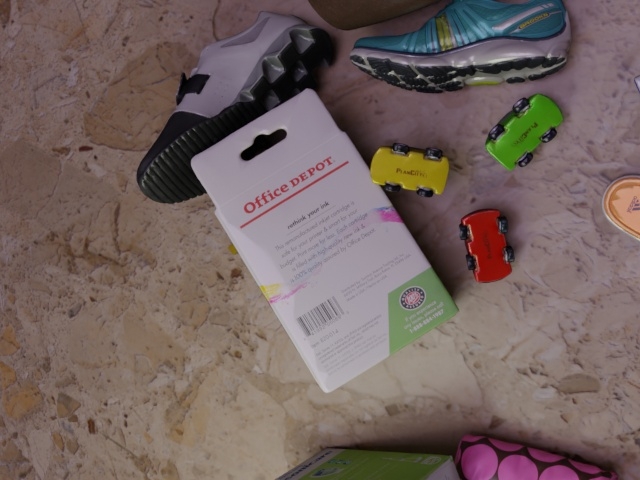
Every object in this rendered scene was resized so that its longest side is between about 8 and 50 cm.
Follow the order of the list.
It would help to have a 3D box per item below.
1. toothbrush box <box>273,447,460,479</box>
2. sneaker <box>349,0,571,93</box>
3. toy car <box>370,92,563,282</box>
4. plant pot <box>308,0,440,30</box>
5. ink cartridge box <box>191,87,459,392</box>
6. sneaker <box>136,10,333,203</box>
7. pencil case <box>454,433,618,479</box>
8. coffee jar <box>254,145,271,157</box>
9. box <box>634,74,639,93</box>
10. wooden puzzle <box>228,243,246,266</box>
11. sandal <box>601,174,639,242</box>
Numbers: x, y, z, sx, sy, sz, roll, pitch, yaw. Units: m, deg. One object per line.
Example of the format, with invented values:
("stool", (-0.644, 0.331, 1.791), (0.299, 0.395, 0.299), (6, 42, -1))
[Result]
("toothbrush box", (0.081, 0.413, 1.010), (0.283, 0.122, 0.206), (-17, 93, 53))
("sneaker", (0.173, -0.252, 0.919), (0.275, 0.107, 0.110), (-1, 82, 21))
("toy car", (0.211, -0.093, 0.926), (0.239, 0.053, 0.225), (42, 104, -10))
("plant pot", (0.089, -0.363, 0.882), (0.230, 0.215, 0.215), (-28, 87, 43))
("ink cartridge box", (0.000, 0.000, 0.984), (0.207, 0.119, 0.353), (-31, 84, -3))
("sneaker", (-0.142, -0.192, 1.016), (0.330, 0.122, 0.146), (-45, 56, -11))
("pencil case", (0.281, 0.329, 0.960), (0.209, 0.098, 0.095), (6, 121, 26))
("coffee jar", (-0.134, -0.123, 1.091), (0.184, 0.079, 0.096), (35, 113, 16))
("box", (0.439, -0.146, 0.805), (0.126, 0.072, 0.137), (-23, 88, 28))
("wooden puzzle", (-0.087, 0.023, 1.134), (0.116, 0.014, 0.078), (40, 119, 15))
("sandal", (0.448, 0.006, 0.827), (0.265, 0.076, 0.102), (24, 110, 20))
